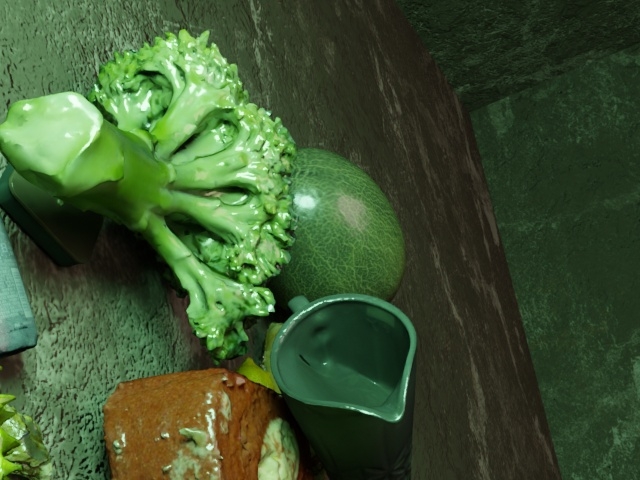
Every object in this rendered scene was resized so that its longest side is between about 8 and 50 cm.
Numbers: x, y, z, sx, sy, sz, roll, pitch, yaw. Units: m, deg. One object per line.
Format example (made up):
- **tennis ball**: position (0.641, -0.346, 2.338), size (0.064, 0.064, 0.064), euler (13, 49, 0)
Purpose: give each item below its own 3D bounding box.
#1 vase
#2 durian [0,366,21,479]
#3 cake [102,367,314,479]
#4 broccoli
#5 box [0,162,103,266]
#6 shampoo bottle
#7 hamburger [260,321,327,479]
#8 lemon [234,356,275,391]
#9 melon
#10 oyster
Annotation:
- **vase**: position (0.038, 0.194, 1.035), size (0.251, 0.156, 0.301), euler (51, -18, 41)
- **durian**: position (-0.297, 0.189, 0.562), size (0.169, 0.157, 0.356), euler (29, 42, -35)
- **cake**: position (-0.112, 0.245, 0.952), size (0.283, 0.150, 0.177), euler (48, 36, -62)
- **broccoli**: position (-0.189, -0.102, 0.979), size (0.397, 0.275, 0.353), euler (36, 10, -44)
- **box**: position (-0.288, -0.036, 0.947), size (0.126, 0.031, 0.091), euler (54, 26, -35)
- **shampoo bottle**: position (-0.323, -0.005, 0.807), size (0.087, 0.049, 0.234), euler (-12, 82, -67)
- **hamburger**: position (-0.014, 0.221, 1.248), size (0.124, 0.131, 0.262), euler (47, 35, -44)
- **lemon**: position (-0.092, 0.197, 1.164), size (0.065, 0.065, 0.092), euler (32, 47, -58)
- **melon**: position (0.000, 0.000, 1.333), size (0.302, 0.237, 0.237), euler (48, 30, -39)
- **oyster**: position (-0.269, 0.181, 0.797), size (0.093, 0.034, 0.051), euler (51, 20, -30)
